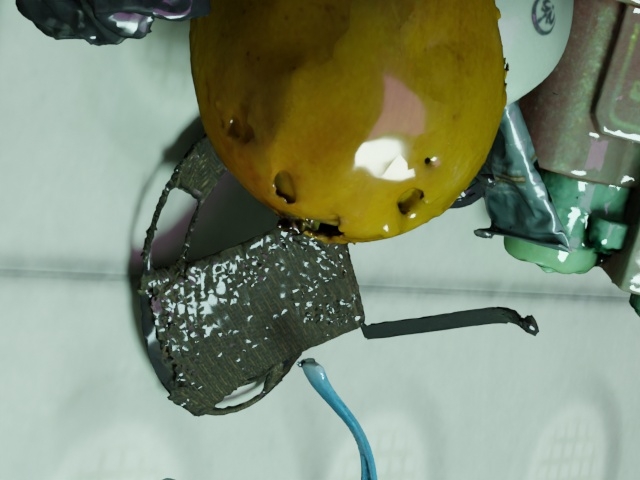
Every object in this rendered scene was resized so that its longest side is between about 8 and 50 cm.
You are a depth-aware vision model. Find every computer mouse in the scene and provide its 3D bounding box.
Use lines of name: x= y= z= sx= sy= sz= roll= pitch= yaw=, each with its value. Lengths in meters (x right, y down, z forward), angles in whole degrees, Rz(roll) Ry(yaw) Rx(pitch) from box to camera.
computer mouse: x=0.113 y=-0.144 z=1.045 sx=0.182 sy=0.056 sz=0.089 roll=-69 pitch=144 yaw=-53

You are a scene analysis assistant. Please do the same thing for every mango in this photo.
mango: x=0.016 y=-0.118 z=0.931 sx=0.151 sy=0.156 sz=0.249 roll=111 pitch=-16 yaw=-58

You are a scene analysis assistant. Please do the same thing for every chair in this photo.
chair: x=0.000 y=0.000 z=1.039 sx=0.213 sy=0.149 sz=0.174 roll=-20 pitch=128 yaw=0

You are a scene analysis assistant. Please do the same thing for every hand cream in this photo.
hand cream: x=0.086 y=-0.106 z=1.110 sx=0.052 sy=0.075 sz=0.248 roll=-19 pitch=110 yaw=-5

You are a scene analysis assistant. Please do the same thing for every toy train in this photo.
toy train: x=0.217 y=-0.096 z=1.196 sx=0.221 sy=0.150 sz=0.304 roll=13 pitch=100 yaw=-8

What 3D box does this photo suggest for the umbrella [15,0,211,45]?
umbrella: x=-0.108 y=-0.251 z=0.798 sx=0.154 sy=0.128 sz=0.337 roll=-28 pitch=119 yaw=-42

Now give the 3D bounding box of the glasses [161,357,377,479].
glasses: x=-0.044 y=0.174 z=1.026 sx=0.189 sy=0.088 sz=0.220 roll=-37 pitch=129 yaw=-38
